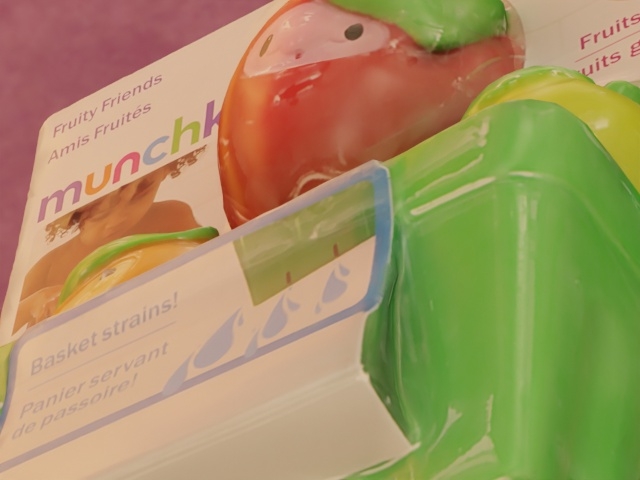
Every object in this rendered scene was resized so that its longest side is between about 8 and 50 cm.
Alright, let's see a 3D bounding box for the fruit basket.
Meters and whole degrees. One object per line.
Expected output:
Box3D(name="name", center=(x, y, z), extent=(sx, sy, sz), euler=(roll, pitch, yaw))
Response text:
Box3D(name="fruit basket", center=(0.000, 0.000, 0.620), extent=(0.327, 0.165, 0.353), euler=(-25, 43, 25))
